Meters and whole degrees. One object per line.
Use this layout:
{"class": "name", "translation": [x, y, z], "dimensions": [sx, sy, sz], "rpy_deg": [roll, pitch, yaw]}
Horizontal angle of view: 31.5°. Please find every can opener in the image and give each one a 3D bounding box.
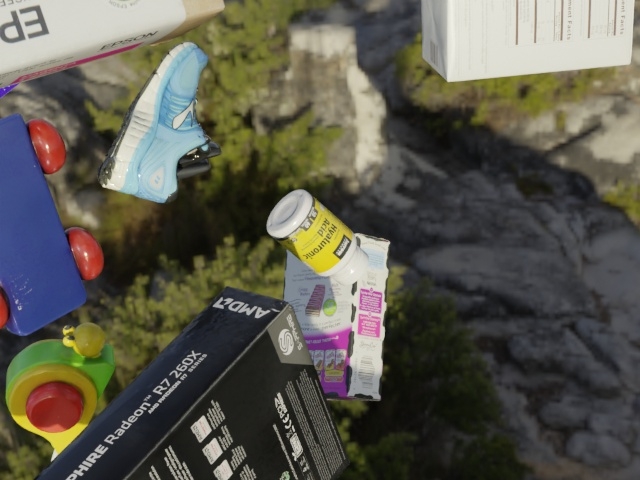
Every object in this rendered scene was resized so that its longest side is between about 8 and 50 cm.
{"class": "can opener", "translation": [-0.171, -0.080, 1.225], "dimensions": [0.059, 0.073, 0.186], "rpy_deg": [-38, -8, 26]}

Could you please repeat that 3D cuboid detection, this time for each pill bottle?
{"class": "pill bottle", "translation": [0.000, 0.000, 1.284], "dimensions": [0.065, 0.116, 0.065], "rpy_deg": [-35, 32, 26]}

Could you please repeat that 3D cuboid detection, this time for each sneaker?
{"class": "sneaker", "translation": [-0.123, -0.093, 0.936], "dimensions": [0.073, 0.063, 0.162], "rpy_deg": [29, 56, -16]}

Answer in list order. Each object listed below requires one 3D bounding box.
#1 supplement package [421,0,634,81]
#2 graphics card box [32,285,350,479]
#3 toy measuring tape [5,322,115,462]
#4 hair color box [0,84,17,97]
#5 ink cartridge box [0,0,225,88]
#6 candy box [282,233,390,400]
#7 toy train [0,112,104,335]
{"class": "supplement package", "translation": [0.264, -0.295, 1.464], "dimensions": [0.244, 0.133, 0.139], "rpy_deg": [-6, 24, -7]}
{"class": "graphics card box", "translation": [-0.133, 0.245, 1.047], "dimensions": [0.094, 0.232, 0.371], "rpy_deg": [12, 46, 39]}
{"class": "toy measuring tape", "translation": [-0.363, 0.232, 1.439], "dimensions": [0.121, 0.330, 0.121], "rpy_deg": [25, 23, -12]}
{"class": "hair color box", "translation": [-0.509, -0.286, 1.638], "dimensions": [0.185, 0.110, 0.339], "rpy_deg": [12, 39, 25]}
{"class": "ink cartridge box", "translation": [-0.195, -0.188, 0.651], "dimensions": [0.235, 0.193, 0.088], "rpy_deg": [-24, 9, -31]}
{"class": "candy box", "translation": [0.017, 0.115, 1.653], "dimensions": [0.071, 0.233, 0.159], "rpy_deg": [12, -13, -41]}
{"class": "toy train", "translation": [-0.266, -0.058, 0.832], "dimensions": [0.105, 0.248, 0.143], "rpy_deg": [-31, 25, -36]}
